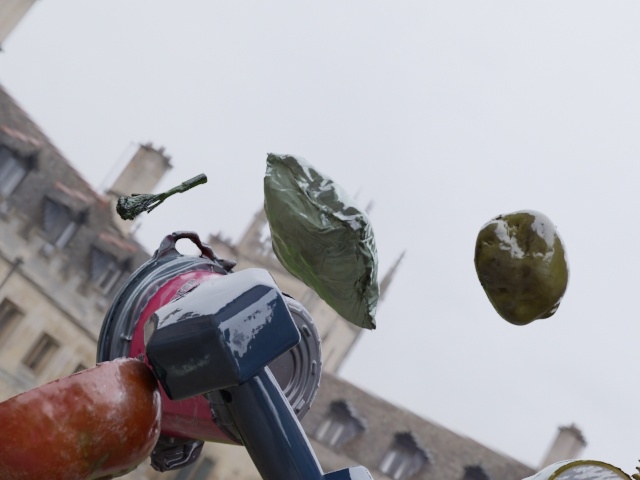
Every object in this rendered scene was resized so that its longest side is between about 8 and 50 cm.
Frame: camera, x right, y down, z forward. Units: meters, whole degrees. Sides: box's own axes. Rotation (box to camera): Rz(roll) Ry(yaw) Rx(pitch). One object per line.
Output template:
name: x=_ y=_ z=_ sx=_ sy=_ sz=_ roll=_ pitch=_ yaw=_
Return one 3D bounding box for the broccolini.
broccolini: x=-0.226 y=-0.068 z=1.567 sx=0.035 sy=0.140 sz=0.030 roll=55 pitch=-24 yaw=16

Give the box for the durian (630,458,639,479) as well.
durian: x=0.575 y=0.443 z=1.826 sx=0.186 sy=0.195 sz=0.305 roll=-20 pitch=-26 yaw=22

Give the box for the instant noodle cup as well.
instant noodle cup: x=-0.115 y=0.145 z=1.343 sx=0.182 sy=0.258 sz=0.302 roll=5 pitch=-74 yaw=40

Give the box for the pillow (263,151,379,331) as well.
pillow: x=0.000 y=0.000 z=2.044 sx=0.310 sy=0.138 sz=0.283 roll=42 pitch=-28 yaw=42

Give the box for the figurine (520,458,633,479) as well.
figurine: x=0.265 y=0.316 z=1.144 sx=0.190 sy=0.142 sz=0.263 roll=34 pitch=-21 yaw=21

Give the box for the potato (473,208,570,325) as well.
potato: x=0.346 y=0.045 z=1.885 sx=0.155 sy=0.137 sz=0.200 roll=-14 pitch=-65 yaw=20

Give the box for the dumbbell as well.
dumbbell: x=-0.046 y=0.187 z=1.071 sx=0.157 sy=0.143 sz=0.316 roll=-18 pitch=-74 yaw=25

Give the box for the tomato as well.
tomato: x=-0.248 y=0.201 z=1.053 sx=0.095 sy=0.237 sz=0.236 roll=64 pitch=-12 yaw=13
